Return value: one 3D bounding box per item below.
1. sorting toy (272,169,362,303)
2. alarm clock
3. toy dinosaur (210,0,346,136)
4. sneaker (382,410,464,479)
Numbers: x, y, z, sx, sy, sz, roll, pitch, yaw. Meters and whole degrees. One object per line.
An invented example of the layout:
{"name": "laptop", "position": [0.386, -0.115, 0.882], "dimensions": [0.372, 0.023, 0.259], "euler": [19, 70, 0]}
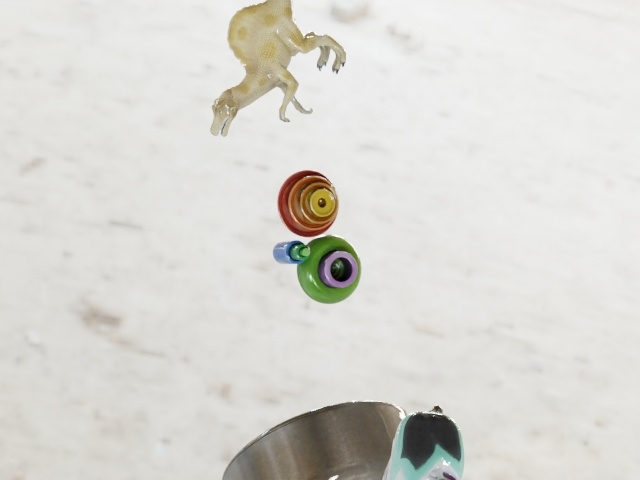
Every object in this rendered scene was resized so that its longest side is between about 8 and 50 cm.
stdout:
{"name": "sorting toy", "position": [0.000, 0.000, 1.283], "dimensions": [0.061, 0.102, 0.042], "euler": [-27, 11, -22]}
{"name": "alarm clock", "position": [-0.012, 0.164, 1.135], "dimensions": [0.192, 0.129, 0.064], "euler": [-14, 59, -7]}
{"name": "toy dinosaur", "position": [-0.028, -0.158, 1.388], "dimensions": [0.092, 0.183, 0.053], "euler": [25, -21, -22]}
{"name": "sneaker", "position": [0.041, 0.129, 0.759], "dimensions": [0.038, 0.069, 0.098], "euler": [11, 56, -3]}
